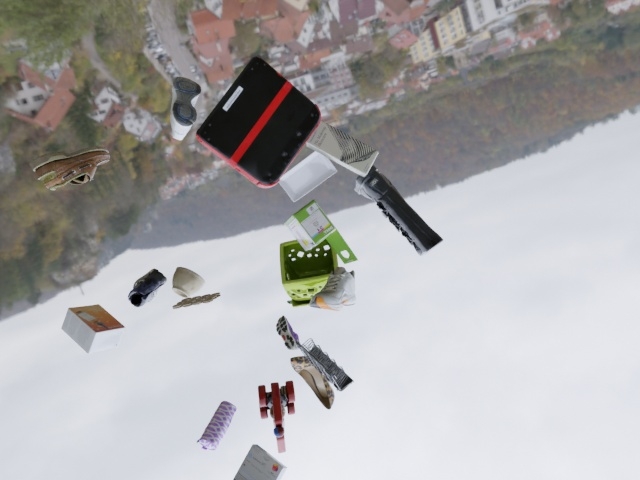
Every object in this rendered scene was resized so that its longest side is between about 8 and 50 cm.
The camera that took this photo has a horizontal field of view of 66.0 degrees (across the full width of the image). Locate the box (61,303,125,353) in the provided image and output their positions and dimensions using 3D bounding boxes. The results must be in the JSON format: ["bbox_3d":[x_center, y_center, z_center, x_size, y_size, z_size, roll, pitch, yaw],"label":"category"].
[{"bbox_3d":[-0.822,0.317,1.786,0.170,0.091,0.130,30,-167,24],"label":"box"}]

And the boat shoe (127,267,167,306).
[{"bbox_3d":[-0.850,0.252,2.318,0.340,0.127,0.158,-39,-171,48],"label":"boat shoe"}]

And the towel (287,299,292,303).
[{"bbox_3d":[-0.058,0.273,2.180,0.152,0.023,0.113,-3,180,-31],"label":"towel"}]

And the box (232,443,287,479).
[{"bbox_3d":[-0.221,0.823,1.693,0.145,0.186,0.038,24,170,30],"label":"box"}]

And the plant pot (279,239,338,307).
[{"bbox_3d":[-0.035,0.138,1.998,0.227,0.207,0.228,-9,-135,2],"label":"plant pot"}]

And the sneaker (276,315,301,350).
[{"bbox_3d":[-0.136,0.403,2.128,0.068,0.170,0.071,-42,146,22],"label":"sneaker"}]

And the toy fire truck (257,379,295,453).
[{"bbox_3d":[-0.193,0.806,2.276,0.169,0.302,0.254,-6,-134,-9],"label":"toy fire truck"}]

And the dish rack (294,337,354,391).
[{"bbox_3d":[0.010,0.437,1.765,0.208,0.271,0.074,37,-106,26],"label":"dish rack"}]

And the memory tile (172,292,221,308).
[{"bbox_3d":[-0.428,0.209,1.710,0.148,0.012,0.113,-11,-172,9],"label":"memory tile"}]

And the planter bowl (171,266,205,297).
[{"bbox_3d":[-0.675,0.220,2.465,0.162,0.162,0.109,-7,-132,46],"label":"planter bowl"}]

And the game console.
[{"bbox_3d":[-0.212,-0.424,1.811,0.387,0.342,0.060,-56,-165,-10],"label":"game console"}]

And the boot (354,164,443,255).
[{"bbox_3d":[0.353,-0.130,2.228,0.146,0.445,0.367,-46,174,9],"label":"boot"}]

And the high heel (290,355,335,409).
[{"bbox_3d":[-0.029,0.579,2.016,0.093,0.261,0.186,-32,-132,19],"label":"high heel"}]

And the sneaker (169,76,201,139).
[{"bbox_3d":[-0.525,-0.505,1.859,0.111,0.297,0.129,18,138,-23],"label":"sneaker"}]

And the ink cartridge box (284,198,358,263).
[{"bbox_3d":[0.000,0.000,1.722,0.097,0.255,0.189,-37,-178,-15],"label":"ink cartridge box"}]

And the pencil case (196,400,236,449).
[{"bbox_3d":[-0.428,0.775,2.062,0.206,0.086,0.088,-59,177,-45],"label":"pencil case"}]

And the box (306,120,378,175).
[{"bbox_3d":[0.087,-0.368,1.977,0.113,0.275,0.094,-63,-179,1],"label":"box"}]

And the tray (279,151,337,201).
[{"bbox_3d":[-0.066,-0.324,2.436,0.270,0.145,0.030,-35,-166,11],"label":"tray"}]

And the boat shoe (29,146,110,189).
[{"bbox_3d":[-0.777,-0.226,1.570,0.110,0.104,0.307,-23,-171,23],"label":"boat shoe"}]

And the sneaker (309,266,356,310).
[{"bbox_3d":[0.040,0.140,1.490,0.099,0.121,0.262,6,-177,19],"label":"sneaker"}]
